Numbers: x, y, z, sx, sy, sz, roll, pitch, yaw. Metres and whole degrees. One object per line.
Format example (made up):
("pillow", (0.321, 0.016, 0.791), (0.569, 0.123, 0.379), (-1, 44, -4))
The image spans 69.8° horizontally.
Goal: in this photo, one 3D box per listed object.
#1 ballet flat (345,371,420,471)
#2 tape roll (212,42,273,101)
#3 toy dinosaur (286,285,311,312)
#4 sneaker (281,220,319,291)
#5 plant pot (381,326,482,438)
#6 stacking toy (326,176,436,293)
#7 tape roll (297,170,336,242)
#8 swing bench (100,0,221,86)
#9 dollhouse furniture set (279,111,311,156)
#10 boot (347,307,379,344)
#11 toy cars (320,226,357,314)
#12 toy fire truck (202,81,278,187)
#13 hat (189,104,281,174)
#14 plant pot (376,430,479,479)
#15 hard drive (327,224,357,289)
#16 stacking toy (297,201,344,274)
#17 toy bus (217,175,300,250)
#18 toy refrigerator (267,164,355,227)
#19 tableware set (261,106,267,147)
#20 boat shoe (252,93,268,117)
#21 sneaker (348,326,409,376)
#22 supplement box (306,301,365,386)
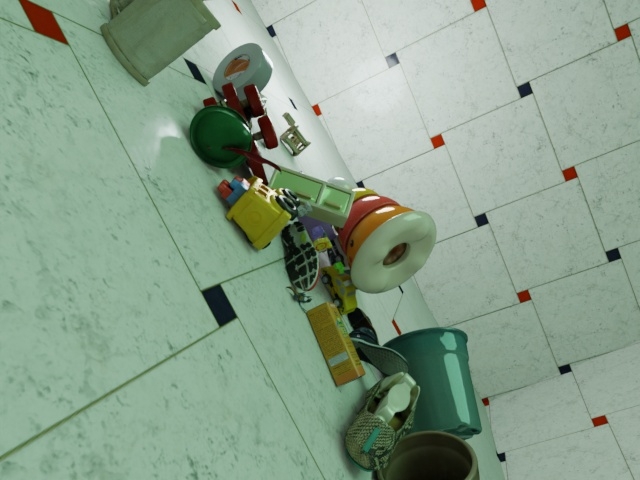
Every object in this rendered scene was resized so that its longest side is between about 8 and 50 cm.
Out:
("ballet flat", (0.202, 0.472, 1.298), (0.164, 0.182, 0.483), (32, 9, 16))
("tape roll", (-0.279, -0.597, 1.645), (0.072, 0.219, 0.219), (43, 24, -51))
("toy dinosaur", (-0.054, 0.164, 1.345), (0.090, 0.047, 0.082), (53, -4, 10))
("sneaker", (-0.043, 0.055, 1.454), (0.118, 0.107, 0.279), (53, 17, -42))
("plant pot", (0.406, 0.536, 1.652), (0.341, 0.341, 0.334), (43, 31, -47))
("stacking toy", (0.155, -0.071, 1.688), (0.480, 0.350, 0.350), (50, 6, 38))
("tape roll", (-0.042, -0.113, 1.667), (0.275, 0.090, 0.275), (63, 3, -5))
("swing bench", (-0.399, -0.569, 1.154), (0.165, 0.253, 0.255), (47, 20, -40))
("dollhouse furniture set", (-0.161, -0.505, 2.159), (0.182, 0.101, 0.161), (50, -6, -32))
("boot", (0.180, 0.346, 1.674), (0.106, 0.082, 0.219), (33, 30, -54))
("toy cars", (0.088, 0.090, 1.712), (0.176, 0.087, 0.394), (37, 36, -29))
("toy fire truck", (-0.241, -0.331, 1.462), (0.254, 0.169, 0.302), (88, -20, -69))
("hat", (-0.217, -0.278, 1.203), (0.208, 0.183, 0.173), (13, 86, -32))
("plant pot", (0.299, 0.680, 1.216), (0.263, 0.262, 0.229), (-57, 134, -73))
("hard drive", (0.091, 0.024, 2.003), (0.237, 0.064, 0.339), (45, 23, -44))
("stacking toy", (0.000, 0.000, 1.431), (0.167, 0.052, 0.221), (63, 2, 34))
("toy bus", (-0.180, -0.106, 1.274), (0.211, 0.149, 0.220), (40, 18, -12))
("toy refrigerator", (-0.033, -0.142, 1.472), (0.094, 0.269, 0.102), (112, -2, -66))
("tableware set", (-0.217, -0.457, 1.855), (0.169, 0.020, 0.141), (-91, 178, -64))
("boat shoe", (-0.270, -0.567, 1.910), (0.081, 0.069, 0.228), (19, 25, -11))
("sneaker", (0.189, 0.362, 1.512), (0.226, 0.086, 0.163), (23, 8, 10))
("supplement box", (0.045, 0.298, 1.341), (0.234, 0.080, 0.078), (64, 13, 18))
